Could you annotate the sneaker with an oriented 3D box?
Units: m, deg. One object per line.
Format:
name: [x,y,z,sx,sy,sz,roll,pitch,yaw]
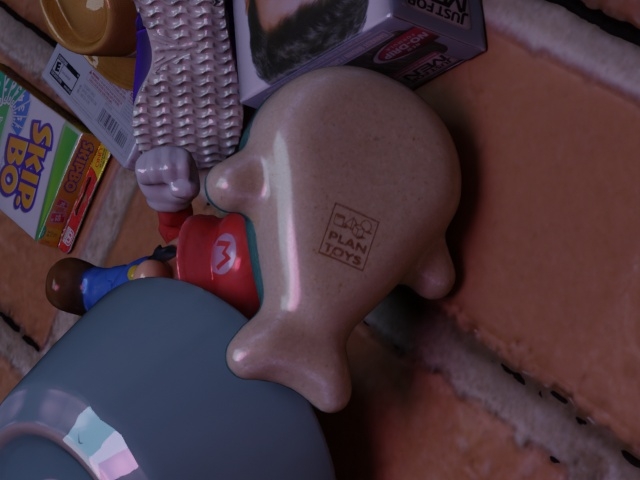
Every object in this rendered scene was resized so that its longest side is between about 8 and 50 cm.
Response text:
sneaker: [-0.116,-0.202,1.741,0.146,0.102,0.293,-87,-1,-47]

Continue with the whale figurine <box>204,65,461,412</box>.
whale figurine: [0.000,0.000,1.521,0.141,0.216,0.272,-28,43,64]

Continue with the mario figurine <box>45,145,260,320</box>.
mario figurine: [-0.153,0.046,1.686,0.320,0.198,0.170,-23,19,50]

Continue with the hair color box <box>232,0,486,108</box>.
hair color box: [0.018,-0.303,1.658,0.185,0.113,0.374,-26,60,41]

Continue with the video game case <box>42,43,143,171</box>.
video game case: [-0.189,-0.199,1.932,0.212,0.023,0.193,45,112,47]

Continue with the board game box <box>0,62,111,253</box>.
board game box: [-0.307,-0.090,2.027,0.259,0.039,0.124,34,105,46]

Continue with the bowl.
bowl: [-0.152,0.199,1.553,0.311,0.163,0.311,18,119,38]

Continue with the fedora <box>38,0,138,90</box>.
fedora: [-0.211,-0.229,1.846,0.194,0.079,0.194,14,110,44]
